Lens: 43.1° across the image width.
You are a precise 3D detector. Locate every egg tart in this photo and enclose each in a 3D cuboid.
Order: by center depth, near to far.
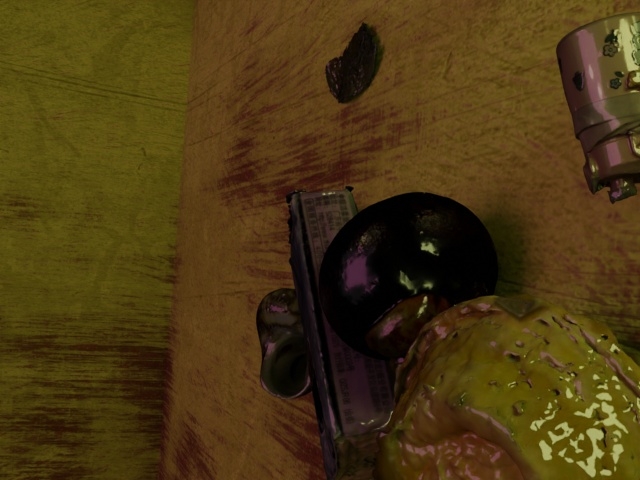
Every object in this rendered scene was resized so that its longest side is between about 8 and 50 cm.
[{"bbox_3d":[0.163,0.218,0.704,0.345,0.132,0.345,15,110,47],"label":"egg tart"}]

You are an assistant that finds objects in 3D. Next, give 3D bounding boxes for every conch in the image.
[{"bbox_3d":[-0.037,0.170,1.412,0.187,0.124,0.181,32,108,42],"label":"conch"}]

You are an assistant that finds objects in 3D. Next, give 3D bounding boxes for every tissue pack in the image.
[{"bbox_3d":[0.034,0.138,1.135,0.259,0.122,0.361,87,175,-61],"label":"tissue pack"}]

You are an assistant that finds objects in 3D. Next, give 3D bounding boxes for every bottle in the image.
[{"bbox_3d":[0.265,-0.110,0.700,0.099,0.099,0.152,146,117,-65],"label":"bottle"}]

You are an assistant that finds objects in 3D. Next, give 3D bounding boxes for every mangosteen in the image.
[{"bbox_3d":[0.113,0.068,0.919,0.250,0.211,0.211,64,146,30],"label":"mangosteen"}]

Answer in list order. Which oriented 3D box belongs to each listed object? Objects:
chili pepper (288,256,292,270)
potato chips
[{"bbox_3d":[0.000,0.001,1.403,0.253,0.083,0.099,138,124,-66],"label":"chili pepper"},{"bbox_3d":[0.056,-0.307,1.399,0.209,0.026,0.142,-148,67,-67],"label":"potato chips"}]
